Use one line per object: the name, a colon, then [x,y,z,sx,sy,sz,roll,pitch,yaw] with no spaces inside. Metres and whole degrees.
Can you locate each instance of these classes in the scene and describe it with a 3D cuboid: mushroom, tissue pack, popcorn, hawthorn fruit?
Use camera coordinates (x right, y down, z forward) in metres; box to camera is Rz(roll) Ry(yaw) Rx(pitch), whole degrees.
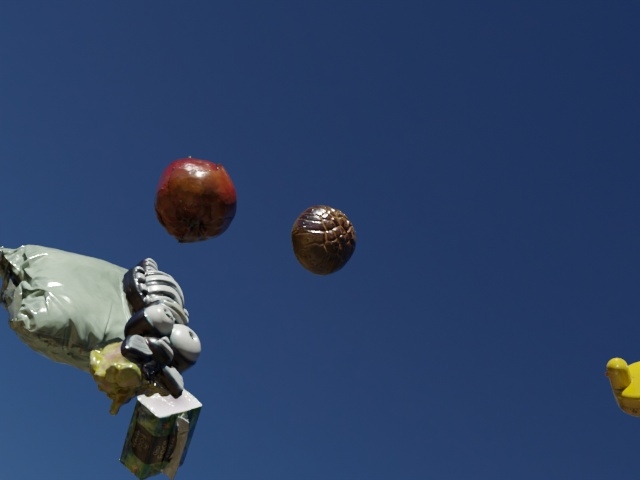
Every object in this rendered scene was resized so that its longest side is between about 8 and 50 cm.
mushroom: [0.007,0.000,2.259,0.085,0.126,0.109,4,-38,30]
tissue pack: [-0.214,0.271,1.895,0.079,0.085,0.111,36,-60,32]
popcorn: [-0.226,0.153,1.639,0.097,0.109,0.089,-4,-66,9]
hawthorn fruit: [-0.215,-0.082,2.359,0.148,0.172,0.148,-2,-43,-2]

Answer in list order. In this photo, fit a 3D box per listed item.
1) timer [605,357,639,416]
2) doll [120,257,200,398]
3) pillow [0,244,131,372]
timer: [0.508,0.224,2.156,0.107,0.107,0.109,7,-53,47]
doll: [-0.174,0.087,1.467,0.091,0.067,0.219,47,14,-26]
pillow: [-0.375,0.122,2.214,0.310,0.138,0.283,22,18,-31]
